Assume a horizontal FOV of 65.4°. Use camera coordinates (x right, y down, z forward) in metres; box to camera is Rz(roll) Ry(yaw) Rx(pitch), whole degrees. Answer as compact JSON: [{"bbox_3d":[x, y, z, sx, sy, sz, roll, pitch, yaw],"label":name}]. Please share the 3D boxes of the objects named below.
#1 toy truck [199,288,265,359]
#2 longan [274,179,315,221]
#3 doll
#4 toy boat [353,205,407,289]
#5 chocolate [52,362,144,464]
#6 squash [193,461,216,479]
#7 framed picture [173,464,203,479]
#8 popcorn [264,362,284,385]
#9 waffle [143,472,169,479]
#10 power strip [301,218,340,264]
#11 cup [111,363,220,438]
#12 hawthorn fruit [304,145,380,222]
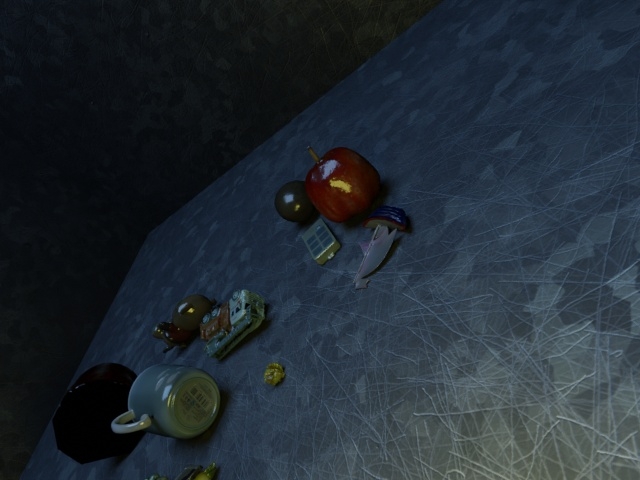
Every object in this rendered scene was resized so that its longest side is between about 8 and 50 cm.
[{"bbox_3d":[-0.347,0.338,2.025,0.338,0.133,0.184,-38,39,27],"label":"toy truck"},{"bbox_3d":[-0.109,-0.173,2.253,0.198,0.198,0.212,-36,43,25],"label":"longan"},{"bbox_3d":[-0.643,0.386,2.351,0.330,0.235,0.174,-46,70,23],"label":"doll"},{"bbox_3d":[0.202,0.007,1.698,0.219,0.072,0.318,-26,39,43],"label":"toy boat"},{"bbox_3d":[-0.964,0.736,2.228,0.383,0.384,0.331,-54,16,-8],"label":"chocolate"},{"bbox_3d":[-0.410,0.806,1.588,0.224,0.094,0.094,-50,27,-15],"label":"squash"},{"bbox_3d":[-0.491,0.822,1.578,0.265,0.018,0.192,-43,2,-36],"label":"framed picture"},{"bbox_3d":[-0.159,0.448,1.682,0.068,0.059,0.083,-20,31,44],"label":"popcorn"},{"bbox_3d":[-0.615,0.966,1.704,0.292,0.056,0.309,-35,31,26],"label":"waffle"},{"bbox_3d":[0.000,0.000,2.023,0.118,0.046,0.270,-46,27,8],"label":"power strip"},{"bbox_3d":[-0.559,0.598,1.795,0.275,0.259,0.357,-14,3,44],"label":"cup"},{"bbox_3d":[0.060,-0.237,1.931,0.287,0.330,0.287,-39,17,14],"label":"hawthorn fruit"}]
